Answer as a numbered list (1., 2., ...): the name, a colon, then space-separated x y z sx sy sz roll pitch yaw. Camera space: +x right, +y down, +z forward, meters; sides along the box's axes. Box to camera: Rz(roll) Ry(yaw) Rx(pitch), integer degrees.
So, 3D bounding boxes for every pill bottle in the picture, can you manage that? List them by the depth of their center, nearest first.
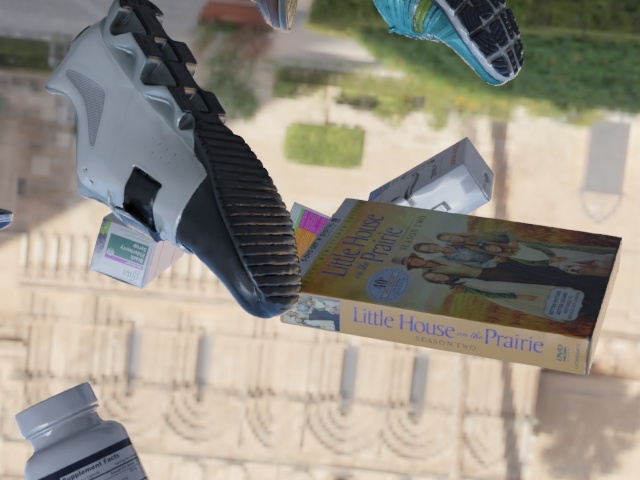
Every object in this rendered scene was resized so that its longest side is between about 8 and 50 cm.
1. pill bottle: -0.192 0.210 1.161 0.094 0.169 0.094 -25 176 -2

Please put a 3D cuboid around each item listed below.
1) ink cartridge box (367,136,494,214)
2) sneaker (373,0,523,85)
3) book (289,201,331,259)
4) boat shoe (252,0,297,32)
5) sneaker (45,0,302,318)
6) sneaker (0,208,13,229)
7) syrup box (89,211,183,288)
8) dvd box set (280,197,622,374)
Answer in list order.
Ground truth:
1. ink cartridge box: 0.182 -0.074 2.309 0.203 0.086 0.148 -31 -165 18
2. sneaker: 0.134 -0.285 1.663 0.275 0.110 0.107 46 -136 10
3. book: 0.000 0.000 2.512 0.144 0.096 0.035 24 180 -4
4. boat shoe: -0.100 -0.479 2.427 0.104 0.110 0.307 9 154 8
5. sneaker: -0.138 -0.051 1.244 0.146 0.330 0.122 -37 161 19
6. sneaker: -0.615 0.034 2.290 0.226 0.163 0.086 -13 -165 -27
7. syrup box: -0.289 -0.004 2.265 0.093 0.096 0.237 19 -166 6
8. dvd box set: 0.189 0.052 1.914 0.420 0.062 0.307 9 -152 17
